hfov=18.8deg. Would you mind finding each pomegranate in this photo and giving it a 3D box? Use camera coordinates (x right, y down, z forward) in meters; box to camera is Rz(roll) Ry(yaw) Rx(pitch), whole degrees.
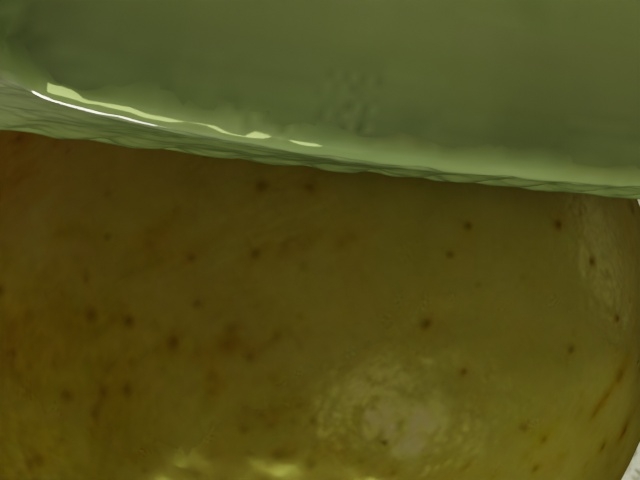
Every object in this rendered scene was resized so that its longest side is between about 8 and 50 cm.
[{"bbox_3d":[0.000,0.000,0.903,0.410,0.410,0.410,5,180,0],"label":"pomegranate"}]

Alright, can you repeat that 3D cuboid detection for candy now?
[{"bbox_3d":[0.050,-0.092,0.638,0.359,0.145,0.208,5,-179,-21],"label":"candy"}]
